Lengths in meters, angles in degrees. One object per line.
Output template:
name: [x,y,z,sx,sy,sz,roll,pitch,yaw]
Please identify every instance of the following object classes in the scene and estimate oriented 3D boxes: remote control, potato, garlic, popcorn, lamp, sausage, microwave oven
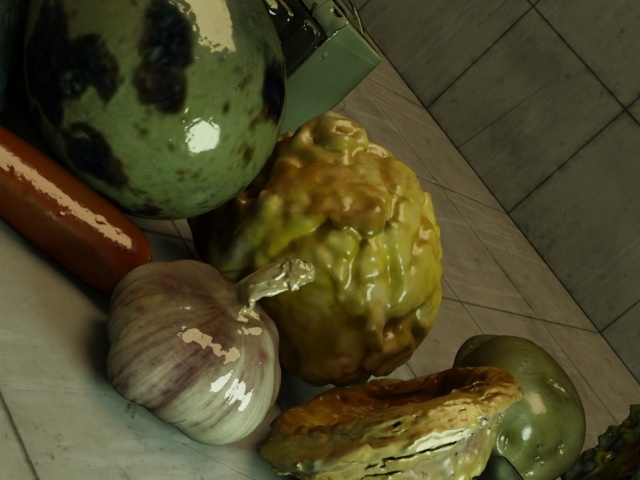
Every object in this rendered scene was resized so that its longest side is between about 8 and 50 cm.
remote control: [-0.424,-0.204,1.572,0.152,0.027,0.043,55,15,19]
potato: [0.339,0.297,1.870,0.243,0.221,0.326,33,17,-6]
garlic: [-0.111,0.102,1.285,0.245,0.253,0.245,47,15,-17]
popcorn: [0.016,0.011,1.579,0.390,0.344,0.354,45,23,8]
lamp: [0.212,0.334,1.591,0.283,0.203,0.124,22,11,-42]
sausage: [-0.349,-0.054,1.328,0.348,0.094,0.097,40,22,-16]
microwave oven: [-0.119,-0.446,2.218,0.394,0.333,0.247,54,17,23]

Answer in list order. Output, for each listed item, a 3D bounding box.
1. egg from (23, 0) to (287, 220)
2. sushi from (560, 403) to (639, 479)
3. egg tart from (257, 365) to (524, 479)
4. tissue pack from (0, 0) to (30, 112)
egg: [-0.223,-0.238,1.440,0.345,0.345,0.428,3,73,-63]
sushi: [0.529,0.445,1.719,0.240,0.396,0.351,48,-1,1]
egg tart: [0.094,0.257,1.354,0.352,0.352,0.150,-18,92,-69]
tissue pack: [-0.436,-0.333,1.399,0.103,0.315,0.228,9,24,-1]
